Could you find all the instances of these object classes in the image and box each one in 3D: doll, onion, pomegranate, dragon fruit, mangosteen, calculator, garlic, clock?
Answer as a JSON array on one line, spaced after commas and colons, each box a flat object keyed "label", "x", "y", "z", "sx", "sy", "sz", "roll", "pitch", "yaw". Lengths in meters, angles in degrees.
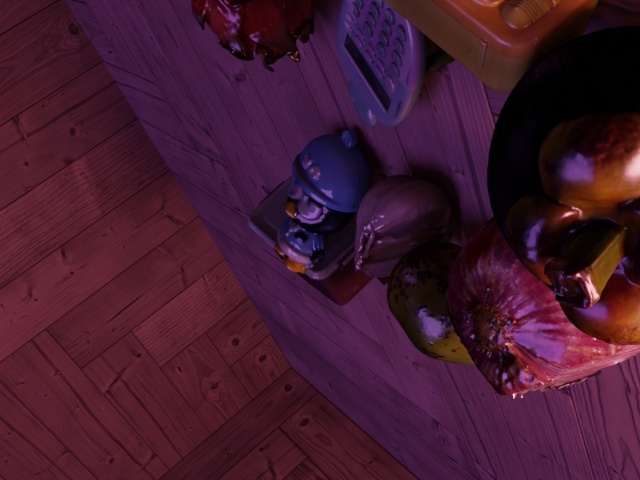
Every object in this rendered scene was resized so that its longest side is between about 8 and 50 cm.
[{"label": "doll", "x": -0.001, "y": -0.080, "z": 1.429, "sx": 0.177, "sy": 0.141, "sz": 0.314, "roll": 56, "pitch": 132, "yaw": 38}, {"label": "onion", "x": 0.301, "y": 0.063, "z": 0.950, "sx": 0.256, "sy": 0.272, "sz": 0.230, "roll": 40, "pitch": 135, "yaw": 16}, {"label": "pomegranate", "x": 0.227, "y": 0.073, "z": 1.189, "sx": 0.214, "sy": 0.214, "sz": 0.247, "roll": 44, "pitch": 119, "yaw": 23}, {"label": "dragon fruit", "x": -0.094, "y": -0.367, "z": 1.121, "sx": 0.274, "sy": 0.193, "sz": 0.192, "roll": 34, "pitch": -176, "yaw": -43}, {"label": "mangosteen", "x": 0.266, "y": -0.039, "z": 0.655, "sx": 0.275, "sy": 0.302, "sz": 0.274, "roll": 20, "pitch": 132, "yaw": 24}, {"label": "calculator", "x": 0.084, "y": -0.266, "z": 1.060, "sx": 0.185, "sy": 0.041, "sz": 0.299, "roll": 59, "pitch": 165, "yaw": 17}, {"label": "garlic", "x": 0.129, "y": -0.035, "z": 1.280, "sx": 0.229, "sy": 0.178, "sz": 0.142, "roll": 108, "pitch": 146, "yaw": -58}, {"label": "clock", "x": 0.163, "y": -0.260, "z": 0.736, "sx": 0.202, "sy": 0.143, "sz": 0.096, "roll": 45, "pitch": 170, "yaw": 20}]

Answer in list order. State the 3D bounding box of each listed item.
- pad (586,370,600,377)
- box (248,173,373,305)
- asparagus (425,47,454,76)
[{"label": "pad", "x": 0.361, "y": 0.139, "z": 1.211, "sx": 0.250, "sy": 0.055, "sz": 0.323, "roll": 49, "pitch": -179, "yaw": 8}, {"label": "box", "x": 0.000, "y": 0.000, "z": 1.649, "sx": 0.294, "sy": 0.193, "sz": 0.167, "roll": 37, "pitch": 164, "yaw": 39}, {"label": "asparagus", "x": 0.168, "y": -0.249, "z": 0.948, "sx": 0.034, "sy": 0.027, "sz": 0.236, "roll": 64, "pitch": 163, "yaw": 0}]
